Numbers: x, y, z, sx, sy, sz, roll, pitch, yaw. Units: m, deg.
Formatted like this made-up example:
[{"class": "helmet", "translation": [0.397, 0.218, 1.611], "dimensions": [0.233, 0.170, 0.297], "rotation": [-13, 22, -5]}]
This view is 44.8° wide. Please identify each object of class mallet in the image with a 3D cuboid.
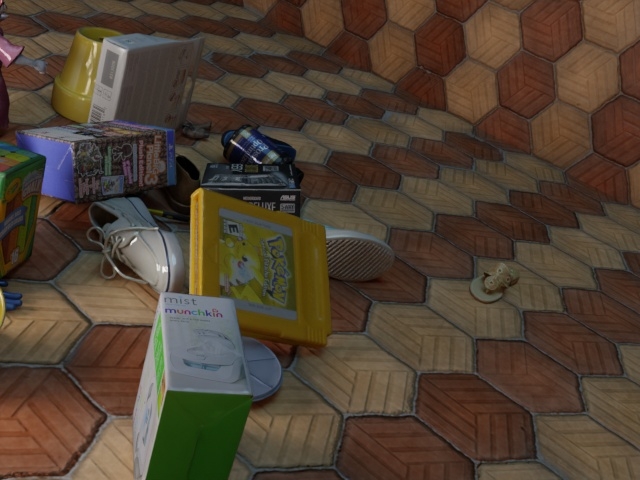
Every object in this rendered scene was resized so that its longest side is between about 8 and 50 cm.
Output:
[{"class": "mallet", "translation": [-0.395, -0.058, 1.880], "dimensions": [0.190, 0.062, 0.039], "rotation": [19, 28, -32]}]

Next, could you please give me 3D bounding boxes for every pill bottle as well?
[{"class": "pill bottle", "translation": [-0.159, -0.221, 2.202], "dimensions": [0.219, 0.122, 0.123], "rotation": [38, 31, 10]}]

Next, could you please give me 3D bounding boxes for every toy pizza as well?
[{"class": "toy pizza", "translation": [-0.169, 0.240, 1.453], "dimensions": [0.201, 0.032, 0.201], "rotation": [13, 28, -7]}]

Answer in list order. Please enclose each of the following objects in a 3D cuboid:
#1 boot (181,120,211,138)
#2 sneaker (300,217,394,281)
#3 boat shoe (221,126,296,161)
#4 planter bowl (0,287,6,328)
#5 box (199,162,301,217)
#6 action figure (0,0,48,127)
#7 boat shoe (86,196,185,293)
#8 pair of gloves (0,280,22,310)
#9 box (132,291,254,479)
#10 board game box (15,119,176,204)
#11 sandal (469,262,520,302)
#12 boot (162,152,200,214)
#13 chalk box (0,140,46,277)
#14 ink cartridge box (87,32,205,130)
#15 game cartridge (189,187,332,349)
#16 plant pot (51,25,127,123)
[{"class": "boot", "translation": [-0.387, -0.351, 2.418], "dimensions": [0.087, 0.042, 0.118], "rotation": [11, 27, -9]}, {"class": "sneaker", "translation": [0.000, 0.000, 1.894], "dimensions": [0.366, 0.135, 0.150], "rotation": [9, 31, -19]}, {"class": "boat shoe", "translation": [-0.198, -0.279, 2.358], "dimensions": [0.258, 0.109, 0.089], "rotation": [17, 15, -40]}, {"class": "planter bowl", "translation": [-0.634, 0.137, 1.274], "dimensions": [0.217, 0.090, 0.217], "rotation": [13, 46, -13]}, {"class": "box", "translation": [-0.178, -0.131, 1.978], "dimensions": [0.243, 0.076, 0.307], "rotation": [1, 17, -4]}, {"class": "action figure", "translation": [-0.873, -0.467, 1.977], "dimensions": [0.248, 0.370, 0.276], "rotation": [34, 34, 31]}, {"class": "boat shoe", "translation": [-0.413, 0.004, 1.634], "dimensions": [0.157, 0.135, 0.367], "rotation": [-1, 30, -34]}, {"class": "pair of gloves", "translation": [-0.639, 0.121, 1.402], "dimensions": [0.159, 0.023, 0.198], "rotation": [18, 28, -4]}, {"class": "box", "translation": [-0.198, 0.249, 1.167], "dimensions": [0.127, 0.262, 0.231], "rotation": [8, 30, -19]}, {"class": "board game box", "translation": [-0.533, -0.196, 1.860], "dimensions": [0.232, 0.141, 0.291], "rotation": [15, 21, 37]}, {"class": "sandal", "translation": [0.476, 0.090, 2.074], "dimensions": [0.088, 0.079, 0.240], "rotation": [32, 30, 26]}, {"class": "boot", "translation": [-0.389, -0.191, 2.039], "dimensions": [0.112, 0.115, 0.305], "rotation": [-7, 35, -36]}, {"class": "chalk box", "translation": [-0.649, -0.095, 1.480], "dimensions": [0.179, 0.288, 0.180], "rotation": [17, 20, 1]}, {"class": "ink cartridge box", "translation": [-0.495, -0.438, 2.218], "dimensions": [0.091, 0.308, 0.385], "rotation": [27, 28, 14]}, {"class": "game cartridge", "translation": [-0.115, 0.061, 1.574], "dimensions": [0.324, 0.053, 0.285], "rotation": [15, 59, -35]}, {"class": "plant pot", "translation": [-0.657, -0.495, 2.305], "dimensions": [0.254, 0.239, 0.254], "rotation": [13, 28, -7]}]
